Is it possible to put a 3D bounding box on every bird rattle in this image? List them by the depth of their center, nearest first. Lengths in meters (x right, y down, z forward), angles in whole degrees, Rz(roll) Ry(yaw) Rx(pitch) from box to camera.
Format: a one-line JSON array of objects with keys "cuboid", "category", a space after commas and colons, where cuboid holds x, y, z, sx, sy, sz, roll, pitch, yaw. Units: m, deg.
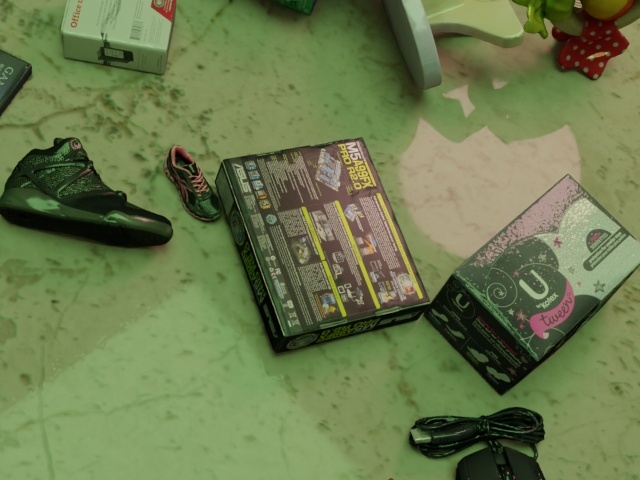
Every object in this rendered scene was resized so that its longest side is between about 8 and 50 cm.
[{"cuboid": [0.407, -0.344, 1.644, 0.253, 0.207, 0.143, 27, 52, -37], "category": "bird rattle"}]

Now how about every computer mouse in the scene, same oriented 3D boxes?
[{"cuboid": [0.224, 0.334, 1.366, 0.188, 0.072, 0.272, -2, 64, -14], "category": "computer mouse"}]

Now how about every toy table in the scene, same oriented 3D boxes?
[{"cuboid": [0.183, -0.366, 1.636, 0.161, 0.252, 0.274, -19, 75, -2], "category": "toy table"}]

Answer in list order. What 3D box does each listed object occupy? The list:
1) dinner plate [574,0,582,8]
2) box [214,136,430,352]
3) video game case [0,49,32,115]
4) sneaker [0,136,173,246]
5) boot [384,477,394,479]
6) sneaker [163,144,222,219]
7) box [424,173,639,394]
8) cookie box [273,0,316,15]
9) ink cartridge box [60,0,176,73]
[{"cuboid": [0.424, -0.448, 1.817, 0.141, 0.017, 0.141, 5, 78, -25], "category": "dinner plate"}, {"cuboid": [0.000, 0.000, 1.486, 0.216, 0.060, 0.270, -12, 67, -23], "category": "box"}, {"cuboid": [-0.568, -0.226, 1.514, 0.274, 0.026, 0.196, 26, 61, 1], "category": "video game case"}, {"cuboid": [-0.298, -0.067, 1.453, 0.228, 0.087, 0.130, 13, 68, 1], "category": "sneaker"}, {"cuboid": [0.061, 0.329, 1.347, 0.158, 0.059, 0.084, 14, 58, -14], "category": "boot"}, {"cuboid": [-0.174, -0.081, 1.503, 0.047, 0.057, 0.119, -31, 75, -25], "category": "sneaker"}, {"cuboid": [0.292, 0.058, 1.480, 0.247, 0.142, 0.163, -38, 76, -25], "category": "box"}, {"cuboid": [-0.047, -0.410, 1.705, 0.107, 0.040, 0.092, 22, 62, 1], "category": "cookie box"}, {"cuboid": [-0.291, -0.312, 1.592, 0.150, 0.063, 0.109, 9, 62, -7], "category": "ink cartridge box"}]
